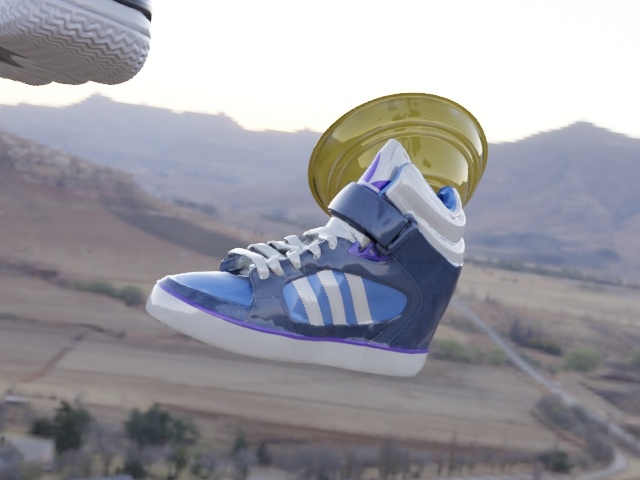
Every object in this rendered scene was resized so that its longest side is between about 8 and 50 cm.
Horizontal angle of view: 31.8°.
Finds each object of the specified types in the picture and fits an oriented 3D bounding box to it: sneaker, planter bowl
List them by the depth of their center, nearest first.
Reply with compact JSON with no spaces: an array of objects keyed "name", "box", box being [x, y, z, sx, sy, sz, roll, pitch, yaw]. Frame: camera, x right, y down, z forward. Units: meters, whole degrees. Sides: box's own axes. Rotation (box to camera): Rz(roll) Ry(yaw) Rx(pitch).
[{"name":"sneaker","box":[-0.170,-0.178,0.676,0.101,0.153,0.268,22,-6,-41]},{"name":"sneaker","box":[0.001,0.000,1.139,0.323,0.236,0.130,13,6,-26]},{"name":"planter bowl","box":[0.098,-0.059,1.299,0.217,0.217,0.090,6,42,-17]}]
